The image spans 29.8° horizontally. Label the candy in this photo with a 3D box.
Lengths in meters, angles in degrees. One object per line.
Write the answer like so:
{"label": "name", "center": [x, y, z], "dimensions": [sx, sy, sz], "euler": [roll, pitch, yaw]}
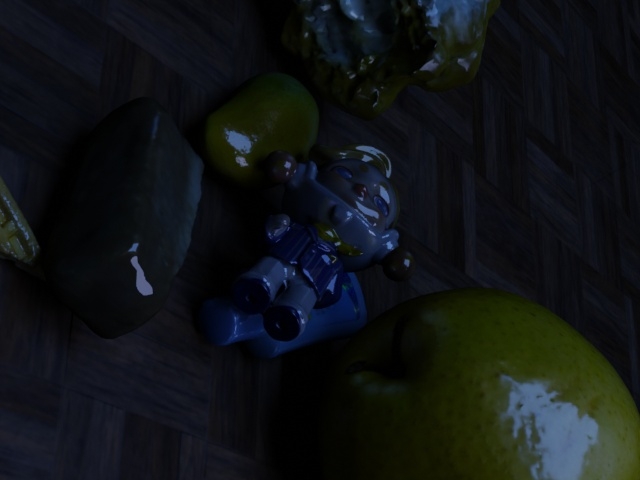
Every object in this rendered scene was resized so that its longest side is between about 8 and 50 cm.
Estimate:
{"label": "candy", "center": [-0.180, -0.025, 1.127], "dimensions": [0.234, 0.102, 0.104], "euler": [-87, 152, -44]}

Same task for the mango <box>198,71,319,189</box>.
{"label": "mango", "center": [-0.069, -0.121, 1.385], "dimensions": [0.191, 0.085, 0.122], "euler": [-44, 125, -43]}

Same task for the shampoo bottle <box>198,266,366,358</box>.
{"label": "shampoo bottle", "center": [-0.040, 0.076, 1.353], "dimensions": [0.258, 0.061, 0.104], "euler": [-8, 77, -57]}

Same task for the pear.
{"label": "pear", "center": [0.180, 0.240, 1.354], "dimensions": [0.418, 0.362, 0.362], "euler": [40, 45, -36]}

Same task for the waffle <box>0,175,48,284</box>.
{"label": "waffle", "center": [-0.300, -0.007, 1.023], "dimensions": [0.191, 0.032, 0.125], "euler": [64, 34, -17]}

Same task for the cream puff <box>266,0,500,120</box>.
{"label": "cream puff", "center": [0.078, -0.337, 1.519], "dimensions": [0.274, 0.269, 0.323], "euler": [-31, 112, -38]}

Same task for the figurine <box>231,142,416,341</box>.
{"label": "figurine", "center": [0.007, 0.008, 1.311], "dimensions": [0.193, 0.133, 0.274], "euler": [23, 47, -15]}
